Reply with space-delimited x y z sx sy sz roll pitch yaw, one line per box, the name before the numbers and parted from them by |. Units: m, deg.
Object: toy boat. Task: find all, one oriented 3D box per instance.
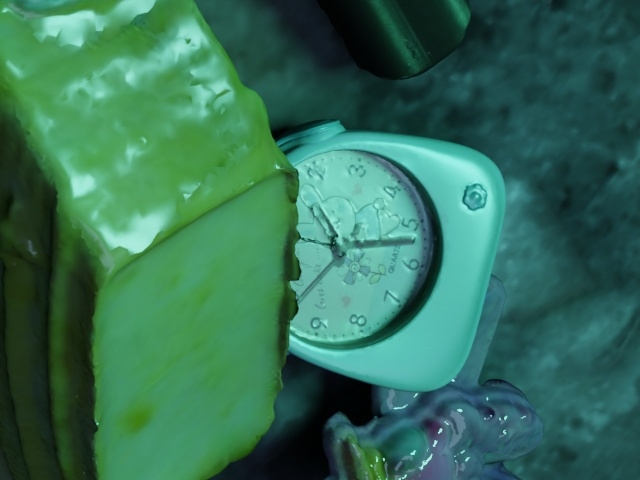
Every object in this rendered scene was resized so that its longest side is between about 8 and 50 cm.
toy boat | -0.069 0.018 0.742 0.111 0.084 0.276 -35 147 -31

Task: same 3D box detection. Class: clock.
clock | 0.000 0.000 0.844 0.147 0.045 0.108 13 93 -16

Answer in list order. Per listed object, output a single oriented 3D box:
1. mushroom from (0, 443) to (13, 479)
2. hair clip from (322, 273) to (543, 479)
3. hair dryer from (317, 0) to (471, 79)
mushroom | -0.168 0.070 0.827 0.100 0.081 0.312 1 126 -18
hair clip | 0.040 0.148 0.949 0.137 0.090 0.278 1 122 -26
hair dryer | -0.056 -0.133 0.726 0.244 0.116 0.302 -32 135 5
